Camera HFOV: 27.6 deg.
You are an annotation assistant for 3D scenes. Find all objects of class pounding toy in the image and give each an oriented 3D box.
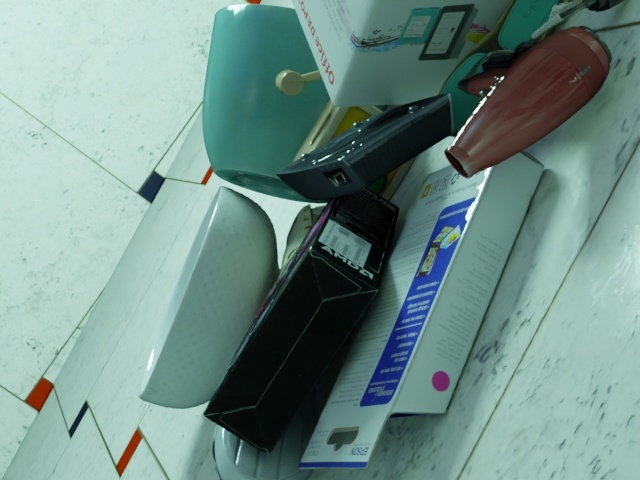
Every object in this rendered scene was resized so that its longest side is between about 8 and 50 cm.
[{"bbox_3d":[0.033,-0.162,1.756,0.181,0.206,0.094,-58,15,5],"label":"pounding toy"}]

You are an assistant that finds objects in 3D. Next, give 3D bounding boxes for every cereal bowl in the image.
[{"bbox_3d":[-0.148,0.099,1.940,0.339,0.141,0.339,-158,90,-81],"label":"cereal bowl"}]

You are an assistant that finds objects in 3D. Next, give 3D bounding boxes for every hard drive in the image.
[{"bbox_3d":[0.054,-0.108,1.570,0.172,0.054,0.254,-32,9,-17],"label":"hard drive"}]

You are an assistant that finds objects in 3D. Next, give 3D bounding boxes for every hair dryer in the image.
[{"bbox_3d":[0.211,-0.154,1.352,0.223,0.080,0.293,-35,11,43],"label":"hair dryer"}]

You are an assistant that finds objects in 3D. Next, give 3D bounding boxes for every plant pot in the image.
[{"bbox_3d":[-0.045,-0.190,1.950,0.293,0.293,0.235,170,115,-71],"label":"plant pot"}]

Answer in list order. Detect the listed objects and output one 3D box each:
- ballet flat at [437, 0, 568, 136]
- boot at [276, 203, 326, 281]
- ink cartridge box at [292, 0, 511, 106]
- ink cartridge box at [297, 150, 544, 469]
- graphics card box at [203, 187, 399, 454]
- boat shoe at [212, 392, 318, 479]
[{"bbox_3d":[0.222,-0.217,1.546,0.232,0.080,0.073,-52,-11,20],"label":"ballet flat"},{"bbox_3d":[0.000,0.000,1.817,0.213,0.077,0.165,-52,15,39],"label":"boot"},{"bbox_3d":[0.108,-0.326,1.597,0.270,0.197,0.198,114,144,-50],"label":"ink cartridge box"},{"bbox_3d":[0.103,0.080,1.354,0.371,0.069,0.175,-63,16,-19],"label":"ink cartridge box"},{"bbox_3d":[-0.012,0.074,1.537,0.233,0.094,0.371,-56,3,17],"label":"graphics card box"},{"bbox_3d":[-0.070,0.245,1.556,0.335,0.121,0.119,-73,8,-73],"label":"boat shoe"}]
